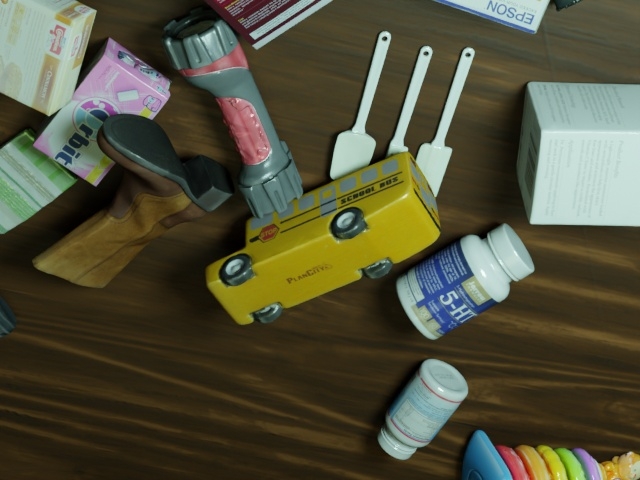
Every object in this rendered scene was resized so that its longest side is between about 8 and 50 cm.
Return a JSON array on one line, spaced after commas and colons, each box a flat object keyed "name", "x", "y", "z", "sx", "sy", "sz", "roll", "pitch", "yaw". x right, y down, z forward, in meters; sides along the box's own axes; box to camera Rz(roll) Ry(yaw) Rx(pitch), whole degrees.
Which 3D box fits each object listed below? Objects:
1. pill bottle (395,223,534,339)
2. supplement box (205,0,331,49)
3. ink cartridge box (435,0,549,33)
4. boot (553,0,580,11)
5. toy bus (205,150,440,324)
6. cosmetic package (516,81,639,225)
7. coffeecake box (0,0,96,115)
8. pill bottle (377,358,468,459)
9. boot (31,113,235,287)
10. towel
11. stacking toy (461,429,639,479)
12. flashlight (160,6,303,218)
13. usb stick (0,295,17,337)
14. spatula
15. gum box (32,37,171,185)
[{"name": "pill bottle", "x": 0.216, "y": 0.057, "z": 2.045, "sx": 0.187, "sy": 0.112, "sz": 0.112, "roll": -33, "pitch": 117, "yaw": 18}, {"name": "supplement box", "x": -0.103, "y": -0.359, "z": 1.749, "sx": 0.130, "sy": 0.073, "sz": 0.239, "roll": -30, "pitch": 142, "yaw": 16}, {"name": "ink cartridge box", "x": 0.181, "y": -0.463, "z": 1.723, "sx": 0.324, "sy": 0.071, "sz": 0.330, "roll": 19, "pitch": 122, "yaw": -4}, {"name": "boot", "x": 0.299, "y": -0.348, "z": 1.831, "sx": 0.121, "sy": 0.045, "sz": 0.099, "roll": -35, "pitch": 113, "yaw": 12}, {"name": "toy bus", "x": 0.000, "y": 0.000, "z": 1.982, "sx": 0.333, "sy": 0.130, "sz": 0.108, "roll": -23, "pitch": 131, "yaw": 16}, {"name": "cosmetic package", "x": 0.378, "y": -0.121, "z": 1.913, "sx": 0.184, "sy": 0.151, "sz": 0.151, "roll": 2, "pitch": 123, "yaw": -2}, {"name": "coffeecake box", "x": -0.406, "y": -0.271, "z": 1.815, "sx": 0.185, "sy": 0.068, "sz": 0.142, "roll": 26, "pitch": 119, "yaw": 7}, {"name": "pill bottle", "x": 0.159, "y": 0.271, "z": 2.194, "sx": 0.087, "sy": 0.087, "sz": 0.160, "roll": 25, "pitch": 119, "yaw": -16}, {"name": "boot", "x": -0.301, "y": -0.050, "z": 1.942, "sx": 0.280, "sy": 0.096, "sz": 0.264, "roll": -33, "pitch": 156, "yaw": 20}, {"name": "towel", "x": -0.443, "y": -0.086, "z": 1.996, "sx": 0.152, "sy": 0.023, "sz": 0.113, "roll": -33, "pitch": 119, "yaw": 16}, {"name": "stacking toy", "x": 0.399, "y": 0.398, "z": 2.262, "sx": 0.302, "sy": 0.165, "sz": 0.175, "roll": -7, "pitch": 119, "yaw": -14}, {"name": "flashlight", "x": -0.118, "y": -0.170, "z": 1.899, "sx": 0.103, "sy": 0.103, "sz": 0.304, "roll": -17, "pitch": 120, "yaw": 8}, {"name": "usb stick", "x": -0.603, "y": 0.158, "z": 2.129, "sx": 0.278, "sy": 0.045, "sz": 0.077, "roll": -22, "pitch": 119, "yaw": 12}, {"name": "spatula", "x": 0.117, "y": -0.175, "z": 1.951, "sx": 0.168, "sy": 0.019, "sz": 0.242, "roll": 11, "pitch": 122, "yaw": -7}, {"name": "gum box", "x": -0.300, "y": -0.181, "z": 1.911, "sx": 0.107, "sy": 0.062, "sz": 0.188, "roll": 34, "pitch": 116, "yaw": -20}]
